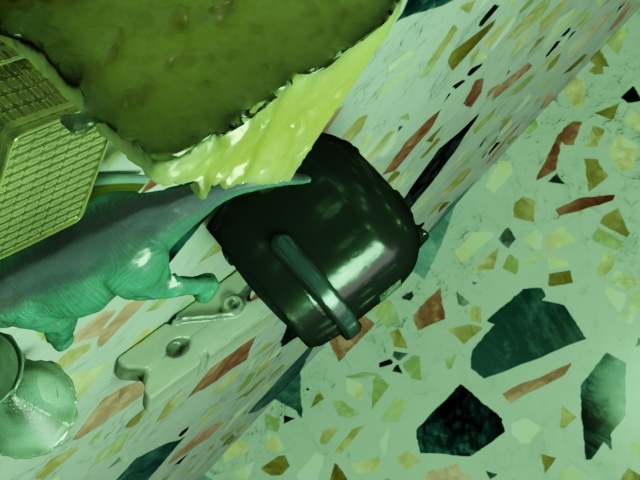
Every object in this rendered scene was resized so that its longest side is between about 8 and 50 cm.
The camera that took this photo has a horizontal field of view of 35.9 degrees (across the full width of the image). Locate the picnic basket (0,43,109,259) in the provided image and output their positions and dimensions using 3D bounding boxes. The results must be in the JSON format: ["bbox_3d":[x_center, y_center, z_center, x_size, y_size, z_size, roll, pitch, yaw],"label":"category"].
[{"bbox_3d":[-0.229,-0.068,0.747,0.115,0.079,0.164,-32,161,-45],"label":"picnic basket"}]

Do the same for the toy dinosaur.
[{"bbox_3d":[-0.226,0.019,0.832,0.383,0.129,0.331,-28,170,17],"label":"toy dinosaur"}]

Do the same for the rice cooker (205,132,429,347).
[{"bbox_3d":[0.000,0.000,1.306,0.224,0.267,0.267,-40,167,-7],"label":"rice cooker"}]

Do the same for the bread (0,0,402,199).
[{"bbox_3d":[-0.101,-0.138,0.527,0.178,0.266,0.142,-43,163,-12],"label":"bread"}]

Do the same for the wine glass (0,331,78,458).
[{"bbox_3d":[-0.338,0.162,1.052,0.122,0.122,0.183,-43,163,-12],"label":"wine glass"}]

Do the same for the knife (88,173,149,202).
[{"bbox_3d":[-0.266,-0.022,0.895,0.061,0.027,0.343,-55,164,26],"label":"knife"}]

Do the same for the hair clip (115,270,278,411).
[{"bbox_3d":[-0.166,0.132,1.543,0.331,0.101,0.085,-35,167,-32],"label":"hair clip"}]
